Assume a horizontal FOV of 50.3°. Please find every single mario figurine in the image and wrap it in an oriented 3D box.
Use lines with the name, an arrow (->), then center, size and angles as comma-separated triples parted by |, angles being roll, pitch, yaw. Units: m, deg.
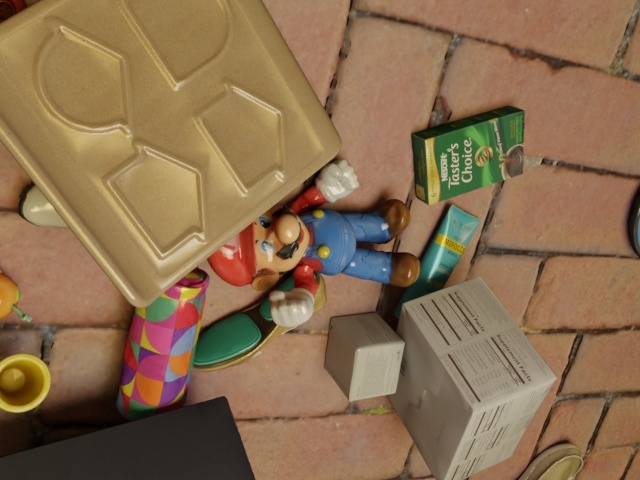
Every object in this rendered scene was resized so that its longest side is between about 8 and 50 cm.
mario figurine -> 0.000, 0.000, 0.926 | 0.320, 0.198, 0.170 | 0, 126, -30

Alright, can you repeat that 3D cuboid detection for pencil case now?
pencil case -> -0.218, 0.136, 0.939 | 0.104, 0.104, 0.237 | 5, 109, -28

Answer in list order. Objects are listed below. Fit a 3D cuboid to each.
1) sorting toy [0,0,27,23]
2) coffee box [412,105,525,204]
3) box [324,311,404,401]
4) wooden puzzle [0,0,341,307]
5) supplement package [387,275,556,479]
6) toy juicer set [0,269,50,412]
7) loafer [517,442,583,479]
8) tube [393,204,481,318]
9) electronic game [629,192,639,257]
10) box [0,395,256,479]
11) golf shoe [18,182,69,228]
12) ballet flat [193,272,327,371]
sorting toy -> -0.364, -0.240, 0.725 | 0.101, 0.042, 0.061 | 5, 96, -15
coffee box -> 0.232, -0.133, 1.062 | 0.184, 0.040, 0.113 | -17, 120, -18
box -> 0.069, 0.185, 1.096 | 0.087, 0.101, 0.102 | -3, 115, -24
wooden puzzle -> -0.174, -0.150, 0.781 | 0.348, 0.080, 0.322 | -42, 114, -24
supplement package -> 0.222, 0.228, 1.086 | 0.145, 0.204, 0.262 | -17, 141, -18
toy juicer set -> -0.482, 0.118, 0.752 | 0.328, 0.089, 0.209 | -9, 89, -35
loafer -> 0.474, 0.552, 1.475 | 0.268, 0.092, 0.102 | -41, 124, -3
tube -> 0.191, 0.045, 1.127 | 0.080, 0.052, 0.207 | 22, 98, -44
electronic game -> 0.689, -0.059, 1.317 | 0.229, 0.048, 0.229 | -11, 117, -22
box -> -0.273, 0.409, 0.933 | 0.343, 0.179, 0.313 | -12, 138, -21
golf shoe -> -0.262, -0.041, 0.833 | 0.198, 0.094, 0.077 | -5, 116, -22
ballet flat -> -0.084, 0.132, 1.015 | 0.232, 0.080, 0.073 | -34, 138, -7
